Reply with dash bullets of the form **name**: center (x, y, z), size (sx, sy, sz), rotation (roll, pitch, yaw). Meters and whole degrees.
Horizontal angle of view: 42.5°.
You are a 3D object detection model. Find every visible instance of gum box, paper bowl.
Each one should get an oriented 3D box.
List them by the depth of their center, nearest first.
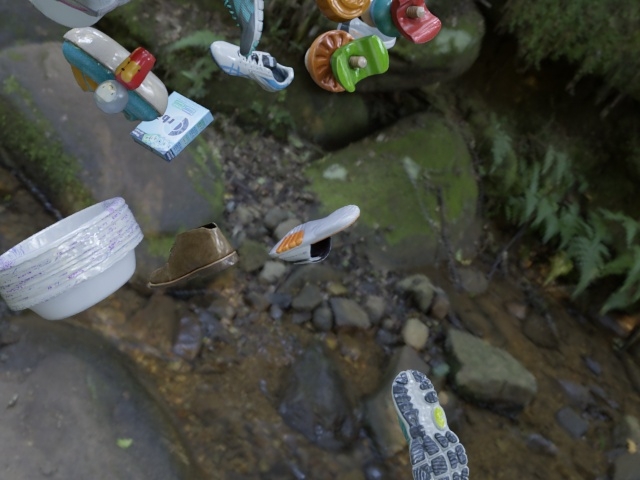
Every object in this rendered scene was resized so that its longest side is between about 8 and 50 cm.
- **paper bowl**: center (-0.468, 0.044, 1.566), size (0.148, 0.284, 0.284), rotation (62, 22, -15)
- **gum box**: center (-0.420, -0.323, 2.327), size (0.157, 0.184, 0.041), rotation (32, -20, 31)

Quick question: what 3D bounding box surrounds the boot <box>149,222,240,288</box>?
- **boot**: center (-0.316, 0.038, 1.950), size (0.112, 0.305, 0.115), rotation (-34, 100, -47)

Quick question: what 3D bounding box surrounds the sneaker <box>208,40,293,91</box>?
- **sneaker**: center (-0.161, -0.420, 1.940), size (0.237, 0.086, 0.085), rotation (15, 57, -46)

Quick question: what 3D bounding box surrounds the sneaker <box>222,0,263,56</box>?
- **sneaker**: center (-0.127, -0.376, 1.301), size (0.076, 0.167, 0.065), rotation (3, 9, -9)

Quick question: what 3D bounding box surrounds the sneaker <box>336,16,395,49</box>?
- **sneaker**: center (0.122, -0.531, 2.053), size (0.100, 0.108, 0.271), rotation (20, 27, 21)

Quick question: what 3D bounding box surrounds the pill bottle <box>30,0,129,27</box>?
- **pill bottle**: center (-0.407, -0.599, 1.606), size (0.224, 0.224, 0.392), rotation (32, 51, -7)

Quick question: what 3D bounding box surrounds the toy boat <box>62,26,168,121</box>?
- **toy boat**: center (-0.441, -0.340, 1.760), size (0.267, 0.148, 0.318), rotation (40, -7, -23)

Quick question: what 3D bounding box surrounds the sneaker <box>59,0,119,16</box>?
- **sneaker**: center (-0.352, -0.377, 1.079), size (0.252, 0.103, 0.111), rotation (49, -15, 21)

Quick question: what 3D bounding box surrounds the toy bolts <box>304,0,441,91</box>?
- **toy bolts**: center (0.061, -0.382, 1.388), size (0.228, 0.218, 0.158), rotation (-31, 28, -21)

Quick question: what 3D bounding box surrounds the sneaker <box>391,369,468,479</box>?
- **sneaker**: center (0.208, 0.384, 1.581), size (0.106, 0.110, 0.276), rotation (-12, 69, -5)

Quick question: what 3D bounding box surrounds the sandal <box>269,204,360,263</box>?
- **sandal**: center (-0.005, 0.006, 1.687), size (0.076, 0.265, 0.102), rotation (54, 49, -14)
